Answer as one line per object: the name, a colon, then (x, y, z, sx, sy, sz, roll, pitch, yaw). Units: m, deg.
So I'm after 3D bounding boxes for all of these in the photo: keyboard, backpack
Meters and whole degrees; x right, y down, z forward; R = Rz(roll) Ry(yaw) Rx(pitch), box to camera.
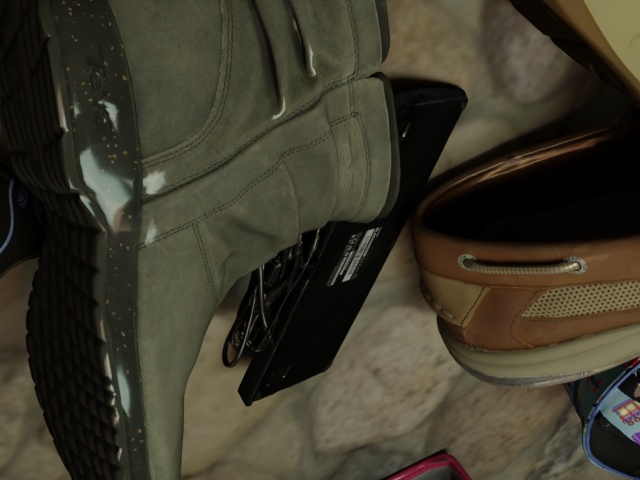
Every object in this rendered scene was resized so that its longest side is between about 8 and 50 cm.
keyboard: (0.000, 0.000, 0.556, 0.100, 0.038, 0.192, -15, 138, -50)
backpack: (0.217, 0.072, 0.666, 0.173, 0.117, 0.158, 24, 115, -41)

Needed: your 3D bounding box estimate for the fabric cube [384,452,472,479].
fabric cube: (0.055, 0.353, 0.733, 0.259, 0.254, 0.258, -26, 136, -6)

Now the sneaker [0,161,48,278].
sneaker: (-0.202, 0.056, 0.451, 0.090, 0.081, 0.232, 33, 108, -36)

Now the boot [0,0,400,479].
boot: (-0.032, 0.001, 0.438, 0.161, 0.083, 0.246, -15, 115, -32)

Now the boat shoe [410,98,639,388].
boat shoe: (0.194, -0.024, 0.528, 0.324, 0.123, 0.116, -23, 128, 16)

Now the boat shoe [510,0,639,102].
boat shoe: (0.070, -0.166, 0.383, 0.110, 0.121, 0.341, -49, 144, 12)
